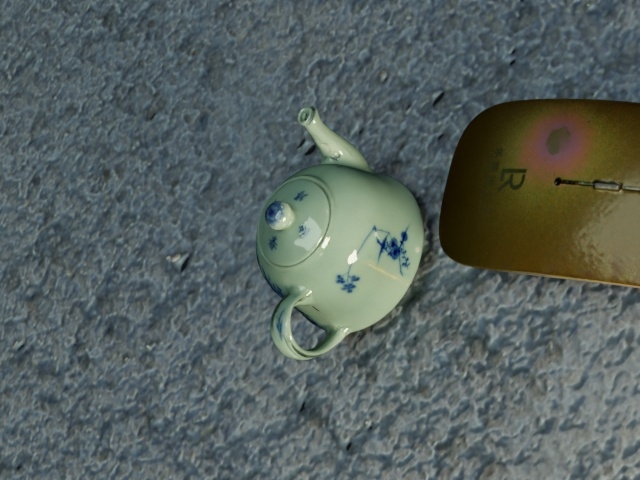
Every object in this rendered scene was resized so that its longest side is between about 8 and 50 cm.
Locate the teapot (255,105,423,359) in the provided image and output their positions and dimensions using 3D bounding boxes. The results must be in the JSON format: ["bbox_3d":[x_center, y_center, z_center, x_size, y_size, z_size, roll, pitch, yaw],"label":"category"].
[{"bbox_3d":[0.000,0.000,1.811,0.159,0.159,0.232,-4,70,39],"label":"teapot"}]

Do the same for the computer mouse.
[{"bbox_3d":[0.227,-0.040,1.690,0.310,0.072,0.158,7,79,41],"label":"computer mouse"}]
